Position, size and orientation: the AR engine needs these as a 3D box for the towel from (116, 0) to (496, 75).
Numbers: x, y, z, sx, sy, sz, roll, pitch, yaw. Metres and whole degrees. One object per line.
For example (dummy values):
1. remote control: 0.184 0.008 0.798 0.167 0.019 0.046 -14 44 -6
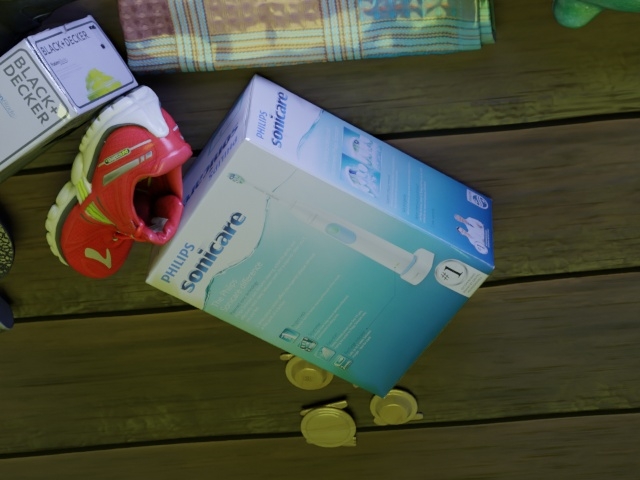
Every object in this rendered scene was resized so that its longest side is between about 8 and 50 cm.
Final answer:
1. towel: -0.024 -0.284 1.704 0.370 0.040 0.271 -5 125 7

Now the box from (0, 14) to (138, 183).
1. box: -0.336 -0.097 1.755 0.290 0.169 0.087 -33 94 19

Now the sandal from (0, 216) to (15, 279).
1. sandal: -0.382 -0.038 1.908 0.067 0.040 0.179 -29 106 16

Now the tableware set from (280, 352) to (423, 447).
1. tableware set: 0.034 0.172 2.048 0.141 0.020 0.169 -10 126 13

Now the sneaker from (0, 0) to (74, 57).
1. sneaker: -0.319 -0.224 1.740 0.283 0.107 0.124 -10 138 16

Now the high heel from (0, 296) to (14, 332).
1. high heel: -0.479 0.045 1.937 0.186 0.093 0.261 -23 125 19

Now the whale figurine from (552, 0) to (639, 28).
1. whale figurine: 0.229 -0.277 1.615 0.272 0.141 0.216 -9 126 -5

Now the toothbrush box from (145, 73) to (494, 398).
1. toothbrush box: 0.000 0.000 1.856 0.295 0.126 0.216 26 124 -16

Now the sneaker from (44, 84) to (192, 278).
1. sneaker: -0.197 -0.031 1.809 0.118 0.107 0.279 48 146 16
